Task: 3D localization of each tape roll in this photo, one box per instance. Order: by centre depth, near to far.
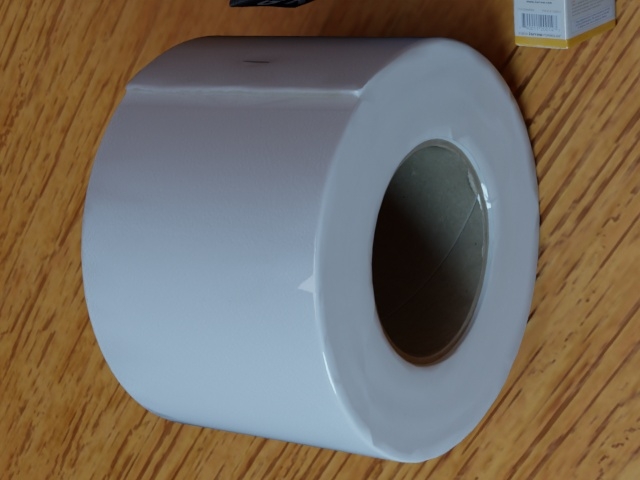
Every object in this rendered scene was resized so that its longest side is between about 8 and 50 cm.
[{"bbox_3d":[0.000,0.000,1.025,0.169,0.246,0.246,5,110,36],"label":"tape roll"}]

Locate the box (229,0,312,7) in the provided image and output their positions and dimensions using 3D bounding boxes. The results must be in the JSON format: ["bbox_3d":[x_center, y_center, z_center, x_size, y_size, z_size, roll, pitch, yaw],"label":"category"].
[{"bbox_3d":[0.043,-0.308,0.946,0.293,0.073,0.295,-14,85,41],"label":"box"}]

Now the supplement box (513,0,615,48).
[{"bbox_3d":[0.138,-0.163,0.978,0.036,0.062,0.098,9,112,35],"label":"supplement box"}]
